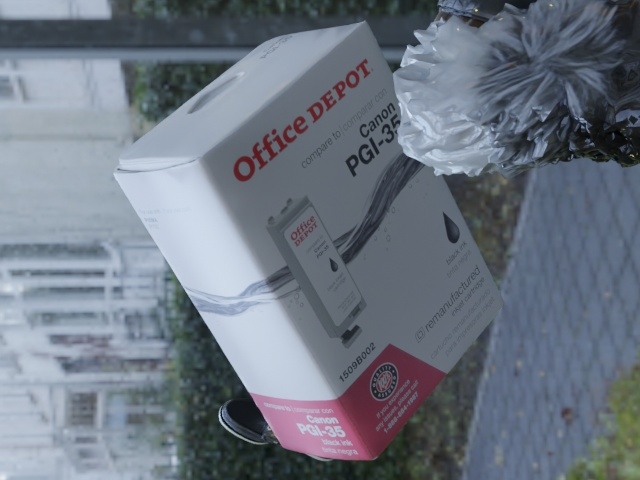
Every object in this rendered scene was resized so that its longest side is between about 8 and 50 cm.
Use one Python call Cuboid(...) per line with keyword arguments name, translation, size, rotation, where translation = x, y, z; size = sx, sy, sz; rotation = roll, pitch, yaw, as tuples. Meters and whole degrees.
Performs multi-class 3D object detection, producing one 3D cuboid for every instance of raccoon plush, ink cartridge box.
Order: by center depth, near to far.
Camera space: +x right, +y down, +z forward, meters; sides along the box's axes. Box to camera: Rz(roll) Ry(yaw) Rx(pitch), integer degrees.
Cuboid(name="raccoon plush", translation=(0.295, -0.058, 0.602), size=(0.299, 0.446, 0.216), rotation=(55, -137, -48))
Cuboid(name="ink cartridge box", translation=(0.000, 0.000, 0.933), size=(0.117, 0.207, 0.283), rotation=(-1, 125, 49))

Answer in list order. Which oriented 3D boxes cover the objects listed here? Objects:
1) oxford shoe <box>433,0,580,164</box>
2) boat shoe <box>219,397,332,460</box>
Cuboid(name="oxford shoe", translation=(0.164, -0.087, 0.735), size=(0.083, 0.227, 0.096), rotation=(-142, 69, -71))
Cuboid(name="boat shoe", translation=(-0.037, 0.186, 1.188), size=(0.042, 0.133, 0.049), rotation=(116, 172, -59))
